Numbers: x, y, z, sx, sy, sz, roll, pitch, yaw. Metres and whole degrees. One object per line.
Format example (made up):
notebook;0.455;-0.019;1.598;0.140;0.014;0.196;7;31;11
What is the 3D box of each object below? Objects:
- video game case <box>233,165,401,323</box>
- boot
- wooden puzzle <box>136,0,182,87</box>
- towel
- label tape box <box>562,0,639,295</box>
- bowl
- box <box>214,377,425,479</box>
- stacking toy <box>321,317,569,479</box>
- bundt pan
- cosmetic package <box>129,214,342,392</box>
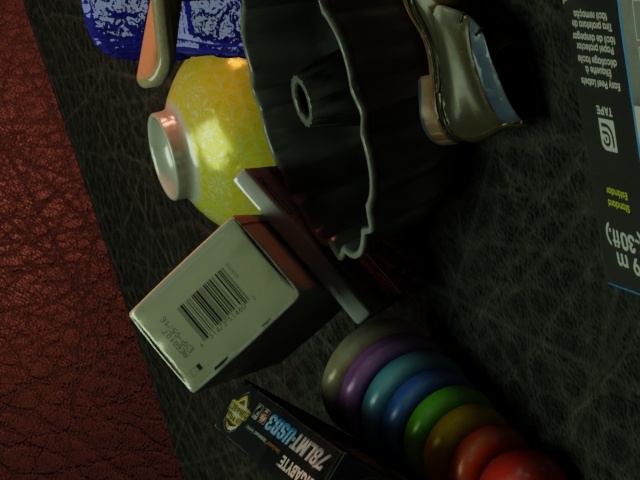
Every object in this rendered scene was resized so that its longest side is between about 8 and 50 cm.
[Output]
video game case;0.000;0.000;1.760;0.201;0.023;0.183;48;-167;6
boot;0.135;-0.193;1.407;0.106;0.082;0.219;2;104;49
wooden puzzle;-0.128;-0.362;1.542;0.322;0.081;0.347;-93;4;-58
towel;-0.139;-0.298;1.804;0.308;0.076;0.227;4;122;28
label tape box;0.275;-0.016;1.038;0.241;0.106;0.333;-155;52;-68
bowl;-0.131;-0.125;2.096;0.289;0.156;0.289;164;90;-73
box;0.065;0.266;1.683;0.073;0.295;0.293;-60;24;-4
stacking toy;0.132;0.202;1.634;0.330;0.141;0.141;39;141;55
bundt pan;0.036;-0.152;1.609;0.331;0.124;0.330;163;90;-73
cosmetic package;-0.067;0.060;1.769;0.113;0.160;0.309;49;-169;8
